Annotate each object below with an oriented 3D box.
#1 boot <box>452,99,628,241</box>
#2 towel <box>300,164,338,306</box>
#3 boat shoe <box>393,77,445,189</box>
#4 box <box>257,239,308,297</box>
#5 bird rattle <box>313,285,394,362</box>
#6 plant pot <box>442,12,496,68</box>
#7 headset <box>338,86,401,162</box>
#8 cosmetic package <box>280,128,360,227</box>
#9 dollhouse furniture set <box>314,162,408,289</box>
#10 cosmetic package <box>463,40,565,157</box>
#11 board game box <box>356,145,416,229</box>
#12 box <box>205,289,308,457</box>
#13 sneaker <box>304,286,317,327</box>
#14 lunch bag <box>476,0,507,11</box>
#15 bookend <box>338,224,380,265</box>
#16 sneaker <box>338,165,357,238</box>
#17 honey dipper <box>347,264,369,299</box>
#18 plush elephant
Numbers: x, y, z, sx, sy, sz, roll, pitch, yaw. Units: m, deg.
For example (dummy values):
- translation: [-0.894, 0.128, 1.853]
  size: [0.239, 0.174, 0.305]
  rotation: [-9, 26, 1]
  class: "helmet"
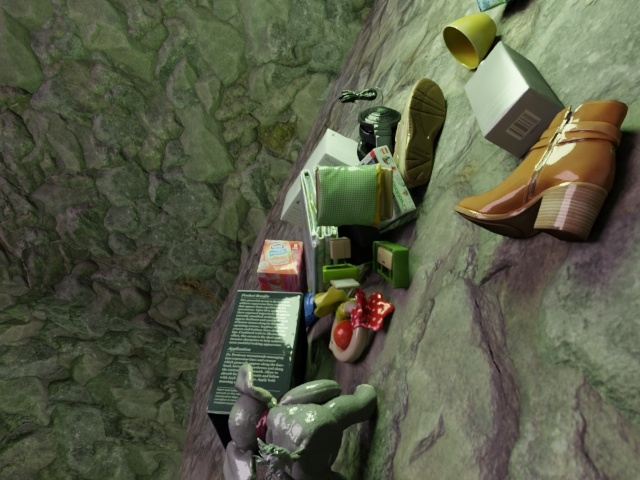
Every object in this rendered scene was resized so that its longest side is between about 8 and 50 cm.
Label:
- translation: [0.361, -0.119, 0.796]
  size: [0.220, 0.109, 0.283]
  rotation: [-69, 19, -4]
  class: "boot"
- translation: [0.000, 0.000, 1.462]
  size: [0.374, 0.090, 0.320]
  rotation: [90, 172, -51]
  class: "towel"
- translation: [0.263, -0.303, 1.326]
  size: [0.110, 0.121, 0.341]
  rotation: [-27, 44, 64]
  class: "boat shoe"
- translation: [-0.128, 0.152, 1.688]
  size: [0.300, 0.142, 0.154]
  rotation: [87, -172, -47]
  class: "box"
- translation: [0.091, 0.224, 1.246]
  size: [0.253, 0.143, 0.207]
  rotation: [10, 89, 60]
  class: "bird rattle"
- translation: [0.403, -0.539, 1.230]
  size: [0.095, 0.134, 0.134]
  rotation: [-41, 19, 1]
  class: "plant pot"
- translation: [0.154, -0.326, 1.477]
  size: [0.243, 0.185, 0.394]
  rotation: [85, -177, -63]
  class: "headset"
- translation: [0.027, -0.205, 1.774]
  size: [0.385, 0.217, 0.156]
  rotation: [-53, 21, 45]
  class: "cosmetic package"
- translation: [0.099, -0.038, 1.160]
  size: [0.151, 0.197, 0.301]
  rotation: [-138, 44, -75]
  class: "dollhouse furniture set"
- translation: [0.390, -0.296, 0.965]
  size: [0.127, 0.107, 0.238]
  rotation: [-53, 19, 40]
  class: "cosmetic package"
- translation: [0.144, -0.121, 1.366]
  size: [0.193, 0.053, 0.305]
  rotation: [66, 154, 8]
  class: "board game box"
- translation: [-0.164, 0.390, 1.386]
  size: [0.293, 0.212, 0.395]
  rotation: [87, -172, -45]
  class: "box"
- translation: [-0.036, 0.244, 1.611]
  size: [0.209, 0.069, 0.082]
  rotation: [-59, 28, 12]
  class: "sneaker"
- translation: [0.481, -0.662, 1.183]
  size: [0.151, 0.096, 0.129]
  rotation: [-37, 18, -2]
  class: "lunch bag"
- translation: [0.121, 0.002, 1.336]
  size: [0.157, 0.072, 0.156]
  rotation: [12, 119, 67]
  class: "bookend"
- translation: [0.112, -0.103, 1.591]
  size: [0.131, 0.112, 0.296]
  rotation: [-129, 54, -63]
  class: "sneaker"
- translation: [0.101, 0.140, 1.405]
  size: [0.160, 0.030, 0.030]
  rotation: [-60, 18, 16]
  class: "honey dipper"
- translation: [-0.084, 0.412, 1.016]
  size: [0.255, 0.330, 0.272]
  rotation: [12, 84, 42]
  class: "plush elephant"
